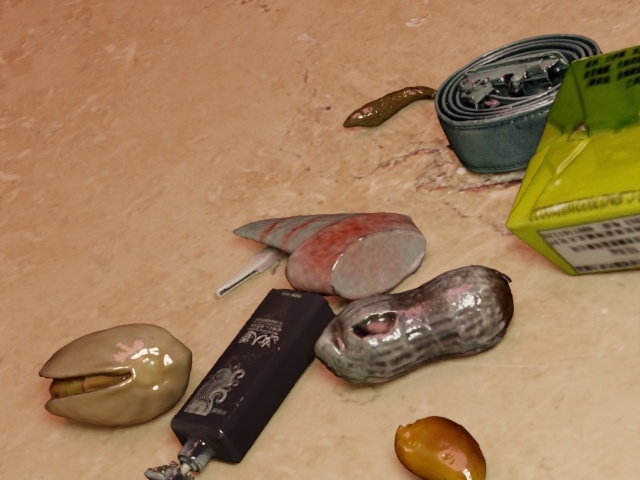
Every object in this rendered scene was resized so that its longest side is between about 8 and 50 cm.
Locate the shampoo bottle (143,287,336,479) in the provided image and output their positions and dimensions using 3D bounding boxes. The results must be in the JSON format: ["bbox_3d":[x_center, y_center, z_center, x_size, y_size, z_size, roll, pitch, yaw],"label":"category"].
[{"bbox_3d":[-0.098,0.189,1.911,0.098,0.071,0.309,10,51,37],"label":"shampoo bottle"}]

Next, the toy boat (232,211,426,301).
[{"bbox_3d":[0.000,0.000,2.077,0.206,0.096,0.282,-28,24,-30],"label":"toy boat"}]

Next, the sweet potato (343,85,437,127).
[{"bbox_3d":[0.103,-0.197,2.300,0.153,0.038,0.041,-21,57,-5],"label":"sweet potato"}]

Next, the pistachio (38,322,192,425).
[{"bbox_3d":[-0.262,0.174,1.994,0.223,0.126,0.152,-14,0,24],"label":"pistachio"}]

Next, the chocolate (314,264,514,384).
[{"bbox_3d":[0.114,0.103,1.853,0.248,0.110,0.110,-16,36,11],"label":"chocolate"}]

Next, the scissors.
[{"bbox_3d":[-0.074,0.024,2.144,0.176,0.022,0.085,-37,38,-19],"label":"scissors"}]

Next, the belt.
[{"bbox_3d":[0.285,-0.193,2.103,0.267,0.116,0.206,-14,32,22],"label":"belt"}]

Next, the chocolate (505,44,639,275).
[{"bbox_3d":[0.406,-0.101,1.845,0.301,0.137,0.289,-9,43,40],"label":"chocolate"}]

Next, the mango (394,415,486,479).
[{"bbox_3d":[0.135,0.236,1.702,0.077,0.063,0.127,-36,41,-21],"label":"mango"}]
